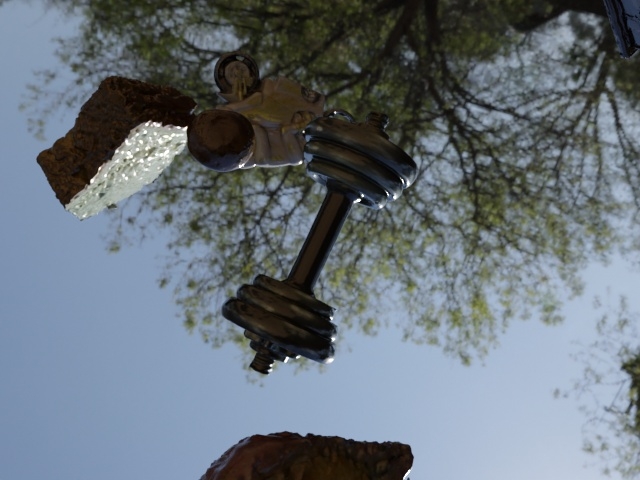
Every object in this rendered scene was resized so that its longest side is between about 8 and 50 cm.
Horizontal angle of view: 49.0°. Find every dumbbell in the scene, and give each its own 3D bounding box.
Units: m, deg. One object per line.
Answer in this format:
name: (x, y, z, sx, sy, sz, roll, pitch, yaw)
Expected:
dumbbell: (0.000, 0.000, 1.000, 0.179, 0.406, 0.179, 25, 175, 3)

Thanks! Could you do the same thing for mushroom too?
mushroom: (-0.180, -0.182, 1.284, 0.127, 0.127, 0.087, 6, 169, -14)

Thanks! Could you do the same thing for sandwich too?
sandwich: (-0.421, -0.182, 1.437, 0.131, 0.325, 0.262, 50, -160, 6)

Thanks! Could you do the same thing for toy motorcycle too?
toy motorcycle: (-0.092, -0.240, 1.497, 0.341, 0.222, 0.108, 24, -178, -16)

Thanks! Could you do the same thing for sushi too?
sushi: (-0.026, 0.249, 0.694, 0.161, 0.107, 0.241, 47, -122, -5)

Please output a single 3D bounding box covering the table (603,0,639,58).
table: (0.313, -0.212, 0.470, 0.169, 0.172, 0.193, 49, 177, -41)
